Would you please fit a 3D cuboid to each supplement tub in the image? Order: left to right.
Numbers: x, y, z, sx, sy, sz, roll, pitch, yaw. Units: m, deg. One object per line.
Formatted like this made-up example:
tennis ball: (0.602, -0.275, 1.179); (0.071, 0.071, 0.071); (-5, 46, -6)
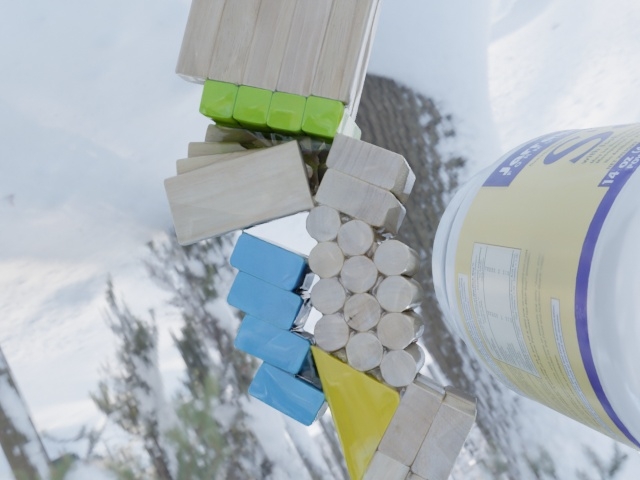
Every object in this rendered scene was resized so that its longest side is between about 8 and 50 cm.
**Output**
supplement tub: (0.241, 0.029, 0.677); (0.241, 0.241, 0.331); (-27, -170, -12)

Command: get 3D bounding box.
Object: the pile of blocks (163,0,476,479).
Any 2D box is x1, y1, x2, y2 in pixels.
pile of blocks: (0.000, 0.000, 0.542); (0.148, 0.363, 0.112); (-12, 174, 10)
